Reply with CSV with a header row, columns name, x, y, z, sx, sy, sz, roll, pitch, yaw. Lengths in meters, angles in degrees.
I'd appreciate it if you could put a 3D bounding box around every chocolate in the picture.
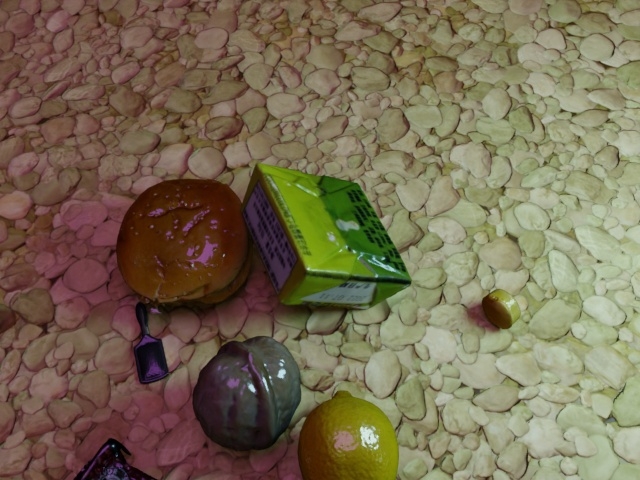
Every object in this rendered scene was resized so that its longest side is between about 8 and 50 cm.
name,x,y,z,sx,sy,sz,roll,pitch,yaw
chocolate,0.000,0.000,1.744,0.289,0.137,0.301,8,43,-40

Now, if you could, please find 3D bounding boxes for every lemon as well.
name,x,y,z,sx,sy,sz,roll,pitch,yaw
lemon,0.050,0.387,1.520,0.187,0.187,0.244,-9,58,-3

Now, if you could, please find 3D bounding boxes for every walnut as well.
name,x,y,z,sx,sy,sz,roll,pitch,yaw
walnut,-0.137,0.287,1.578,0.224,0.224,0.224,-2,56,2

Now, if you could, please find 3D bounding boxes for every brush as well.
name,x,y,z,sx,sy,sz,roll,pitch,yaw
brush,-0.366,0.210,1.763,0.063,0.016,0.193,-15,57,-8

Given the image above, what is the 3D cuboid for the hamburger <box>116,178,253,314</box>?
name,x,y,z,sx,sy,sz,roll,pitch,yaw
hamburger,-0.293,0.008,1.809,0.290,0.170,0.314,-5,57,8

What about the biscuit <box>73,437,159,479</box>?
name,x,y,z,sx,sy,sz,roll,pitch,yaw
biscuit,-0.355,0.481,1.550,0.235,0.063,0.151,26,61,23

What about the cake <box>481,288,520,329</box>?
name,x,y,z,sx,sy,sz,roll,pitch,yaw
cake,0.372,0.141,1.728,0.044,0.084,0.084,-35,61,-21
